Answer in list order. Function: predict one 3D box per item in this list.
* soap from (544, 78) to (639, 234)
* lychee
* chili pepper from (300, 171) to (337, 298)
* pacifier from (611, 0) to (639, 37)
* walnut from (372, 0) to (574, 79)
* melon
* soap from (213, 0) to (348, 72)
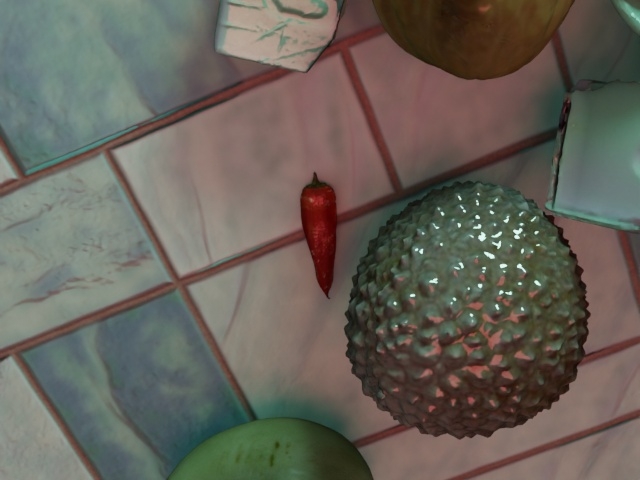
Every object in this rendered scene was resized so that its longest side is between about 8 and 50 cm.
[{"bbox_3d":[0.460,-0.065,0.771,0.261,0.446,0.156,-6,106,-48],"label":"soap"},{"bbox_3d":[0.159,0.077,0.932,0.300,0.300,0.300,-1,113,-3],"label":"lychee"},{"bbox_3d":[0.000,0.000,1.027,0.045,0.027,0.178,-4,115,-3],"label":"chili pepper"},{"bbox_3d":[0.407,-0.268,0.846,0.288,0.343,0.269,27,152,14],"label":"pacifier"},{"bbox_3d":[0.155,-0.294,0.805,0.225,0.225,0.261,-3,111,-2],"label":"walnut"},{"bbox_3d":[-0.064,0.364,1.059,0.308,0.272,0.272,-27,113,-1],"label":"melon"},{"bbox_3d":[-0.024,-0.305,0.860,0.145,0.091,0.230,10,113,-8],"label":"soap"}]
